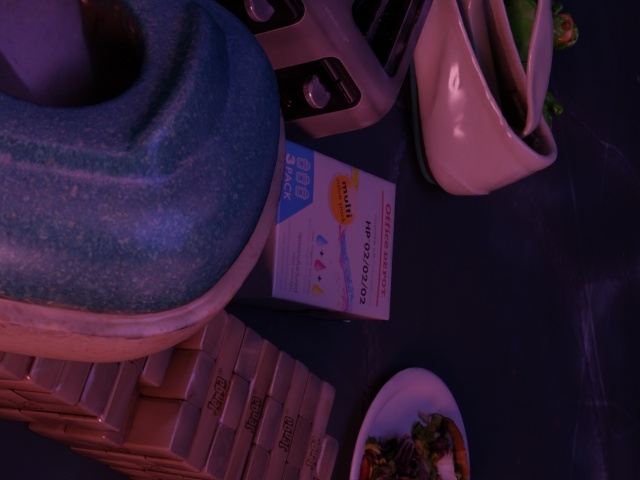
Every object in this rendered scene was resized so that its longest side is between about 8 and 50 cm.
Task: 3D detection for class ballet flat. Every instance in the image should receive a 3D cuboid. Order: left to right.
[{"bbox_3d":[0.122,-0.232,0.928,0.139,0.139,0.400,-33,114,-52],"label":"ballet flat"}]

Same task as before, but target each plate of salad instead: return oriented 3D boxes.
[{"bbox_3d":[0.085,0.204,0.918,0.200,0.048,0.200,3,86,-56],"label":"plate of salad"}]

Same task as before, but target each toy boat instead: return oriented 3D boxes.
[{"bbox_3d":[-0.127,-0.117,0.431,0.267,0.148,0.318,18,50,-12],"label":"toy boat"}]

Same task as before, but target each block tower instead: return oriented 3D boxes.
[{"bbox_3d":[-0.113,0.064,0.601,0.335,0.097,0.091,44,54,-48],"label":"block tower"}]

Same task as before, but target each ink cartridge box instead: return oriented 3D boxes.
[{"bbox_3d":[0.000,0.000,0.794,0.181,0.061,0.104,16,75,-55],"label":"ink cartridge box"}]

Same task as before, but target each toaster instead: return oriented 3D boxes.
[{"bbox_3d":[-0.013,-0.180,0.744,0.168,0.110,0.186,54,47,-41],"label":"toaster"}]

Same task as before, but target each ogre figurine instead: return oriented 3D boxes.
[{"bbox_3d":[0.195,-0.182,1.071,0.118,0.096,0.197,21,86,-72],"label":"ogre figurine"}]
